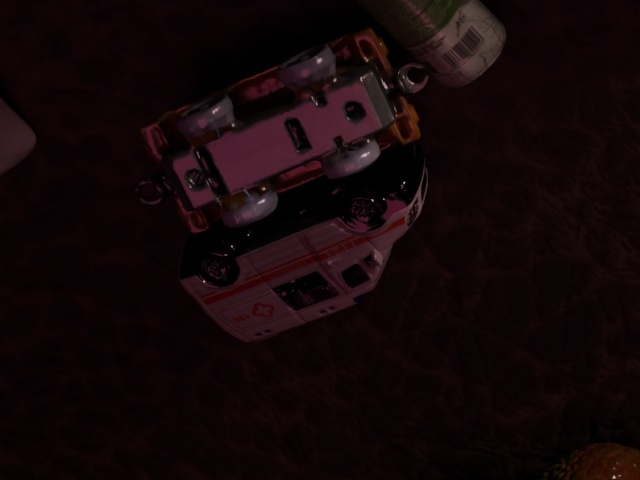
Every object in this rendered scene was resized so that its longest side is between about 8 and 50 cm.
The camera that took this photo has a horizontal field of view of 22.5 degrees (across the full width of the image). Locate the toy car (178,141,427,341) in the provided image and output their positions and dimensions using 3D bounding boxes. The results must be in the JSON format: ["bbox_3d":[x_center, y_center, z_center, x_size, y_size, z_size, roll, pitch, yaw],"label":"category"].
[{"bbox_3d":[0.000,0.000,1.204,0.210,0.089,0.108,-23,123,25],"label":"toy car"}]

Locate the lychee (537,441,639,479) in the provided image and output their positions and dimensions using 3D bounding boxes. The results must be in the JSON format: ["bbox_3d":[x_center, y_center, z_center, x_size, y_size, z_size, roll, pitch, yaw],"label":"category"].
[{"bbox_3d":[0.235,0.224,1.335,0.146,0.114,0.114,-19,125,40],"label":"lychee"}]

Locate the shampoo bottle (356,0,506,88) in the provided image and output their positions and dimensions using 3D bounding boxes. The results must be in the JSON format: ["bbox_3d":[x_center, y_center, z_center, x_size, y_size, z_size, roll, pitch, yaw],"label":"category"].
[{"bbox_3d":[0.034,-0.186,1.069,0.065,0.065,0.204,-35,117,29],"label":"shampoo bottle"}]

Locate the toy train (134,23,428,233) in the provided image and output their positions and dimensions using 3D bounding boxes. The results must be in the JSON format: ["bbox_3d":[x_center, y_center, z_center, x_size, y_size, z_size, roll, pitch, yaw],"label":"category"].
[{"bbox_3d":[-0.028,-0.081,1.123,0.219,0.127,0.089,-23,107,11],"label":"toy train"}]

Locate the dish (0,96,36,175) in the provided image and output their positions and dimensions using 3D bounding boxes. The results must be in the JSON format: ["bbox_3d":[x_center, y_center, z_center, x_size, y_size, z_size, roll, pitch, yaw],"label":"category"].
[{"bbox_3d":[-0.339,-0.068,1.201,0.212,0.077,0.151,-22,122,22],"label":"dish"}]
